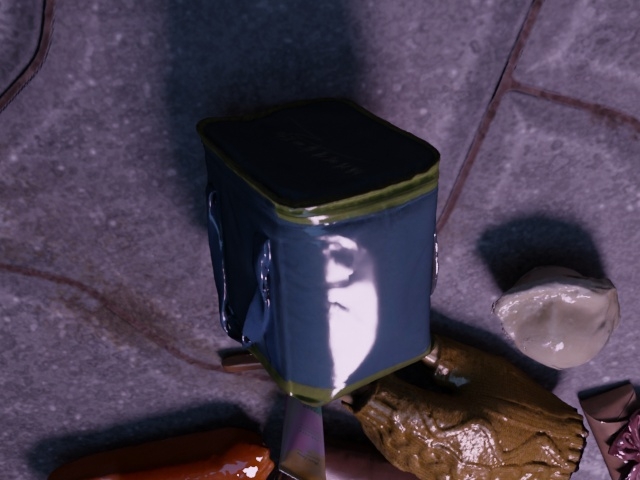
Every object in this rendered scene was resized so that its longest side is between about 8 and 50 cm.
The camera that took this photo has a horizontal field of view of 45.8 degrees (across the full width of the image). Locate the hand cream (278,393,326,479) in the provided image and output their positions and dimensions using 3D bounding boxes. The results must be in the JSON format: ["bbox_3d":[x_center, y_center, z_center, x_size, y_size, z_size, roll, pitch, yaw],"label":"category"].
[{"bbox_3d":[-0.022,0.252,0.999,0.076,0.174,0.047,34,115,-19],"label":"hand cream"}]

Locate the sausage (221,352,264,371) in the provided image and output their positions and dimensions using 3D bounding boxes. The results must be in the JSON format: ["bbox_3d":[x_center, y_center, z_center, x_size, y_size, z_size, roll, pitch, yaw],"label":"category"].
[{"bbox_3d":[-0.077,0.163,1.031,0.116,0.026,0.026,-8,121,4],"label":"sausage"}]

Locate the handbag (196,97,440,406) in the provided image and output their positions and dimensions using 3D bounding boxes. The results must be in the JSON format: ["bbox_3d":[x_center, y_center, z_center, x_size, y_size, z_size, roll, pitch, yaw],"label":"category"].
[{"bbox_3d":[0.000,0.000,0.800,0.223,0.263,0.240,-16,125,-23],"label":"handbag"}]

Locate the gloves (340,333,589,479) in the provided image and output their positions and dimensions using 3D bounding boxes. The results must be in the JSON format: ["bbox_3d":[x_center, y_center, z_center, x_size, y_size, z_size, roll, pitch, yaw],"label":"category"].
[{"bbox_3d":[0.185,0.242,1.010,0.357,0.155,0.203,19,115,-8],"label":"gloves"}]

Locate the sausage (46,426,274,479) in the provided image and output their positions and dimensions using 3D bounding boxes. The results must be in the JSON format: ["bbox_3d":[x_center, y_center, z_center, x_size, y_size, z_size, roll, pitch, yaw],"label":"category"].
[{"bbox_3d":[-0.234,0.341,1.099,0.349,0.094,0.097,-13,107,9],"label":"sausage"}]

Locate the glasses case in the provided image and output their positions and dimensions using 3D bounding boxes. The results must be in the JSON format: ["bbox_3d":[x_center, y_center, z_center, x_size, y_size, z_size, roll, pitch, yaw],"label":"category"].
[{"bbox_3d":[0.459,0.298,1.098,0.103,0.070,0.193,-23,119,11],"label":"glasses case"}]

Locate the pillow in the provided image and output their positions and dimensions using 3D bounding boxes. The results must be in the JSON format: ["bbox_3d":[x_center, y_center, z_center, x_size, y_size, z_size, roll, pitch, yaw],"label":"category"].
[{"bbox_3d":[0.055,0.421,1.145,0.306,0.108,0.307,14,124,-14],"label":"pillow"}]

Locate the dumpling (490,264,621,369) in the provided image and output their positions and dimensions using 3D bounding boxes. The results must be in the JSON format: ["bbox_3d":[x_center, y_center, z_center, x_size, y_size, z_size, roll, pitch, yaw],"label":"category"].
[{"bbox_3d":[0.305,0.089,0.946,0.199,0.118,0.136,25,122,-40],"label":"dumpling"}]
